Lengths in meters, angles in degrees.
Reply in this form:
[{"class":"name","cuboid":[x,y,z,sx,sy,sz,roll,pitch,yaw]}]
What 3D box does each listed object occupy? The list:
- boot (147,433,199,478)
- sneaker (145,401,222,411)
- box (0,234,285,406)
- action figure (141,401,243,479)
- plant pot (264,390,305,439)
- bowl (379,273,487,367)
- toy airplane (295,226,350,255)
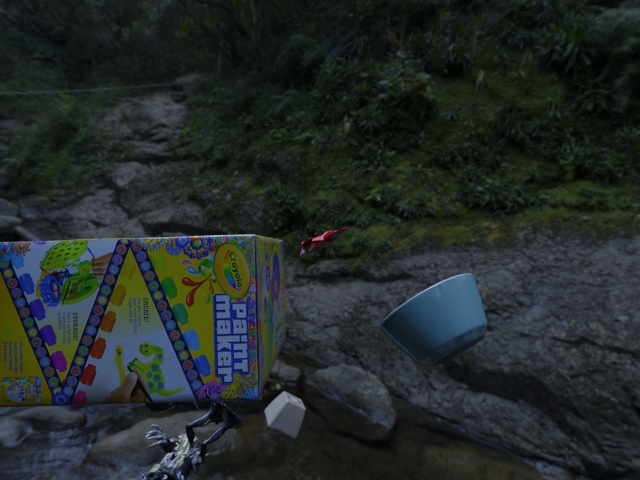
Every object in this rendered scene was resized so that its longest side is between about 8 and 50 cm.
[{"class":"boot","cuboid":[-0.527,0.800,1.608,0.095,0.262,0.203,12,48,11]},{"class":"sneaker","cuboid":[-0.337,0.368,1.146,0.275,0.107,0.110,-12,7,23]},{"class":"box","cuboid":[-0.198,0.087,0.595,0.279,0.177,0.290,-1,-1,0]},{"class":"action figure","cuboid":[-0.298,0.450,0.913,0.164,0.141,0.276,14,53,46]},{"class":"plant pot","cuboid":[-0.109,0.569,1.458,0.109,0.096,0.109,33,-2,-15]},{"class":"bowl","cuboid":[0.343,0.245,1.248,0.311,0.311,0.163,-6,56,-40]},{"class":"toy airplane","cuboid":[0.000,0.000,1.050,0.151,0.028,0.151,-29,-6,-3]}]
